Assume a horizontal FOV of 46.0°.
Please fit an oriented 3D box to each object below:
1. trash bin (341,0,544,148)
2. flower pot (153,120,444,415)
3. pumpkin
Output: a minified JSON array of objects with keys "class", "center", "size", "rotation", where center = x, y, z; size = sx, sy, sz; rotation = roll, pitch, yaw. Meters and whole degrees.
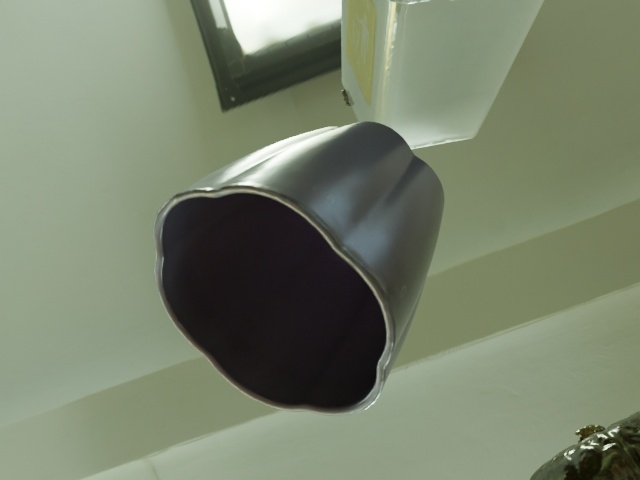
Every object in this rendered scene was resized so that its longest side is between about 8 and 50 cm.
[{"class":"trash bin","center":[0.164,-0.306,0.988],"size":[0.296,0.367,0.255],"rotation":[-13,-123,-12]},{"class":"flower pot","center":[0.000,0.000,0.771],"size":[0.265,0.265,0.243],"rotation":[29,-135,10]},{"class":"pumpkin","center":[0.292,0.245,0.707],"size":[0.224,0.223,0.157],"rotation":[-27,-121,4]}]
